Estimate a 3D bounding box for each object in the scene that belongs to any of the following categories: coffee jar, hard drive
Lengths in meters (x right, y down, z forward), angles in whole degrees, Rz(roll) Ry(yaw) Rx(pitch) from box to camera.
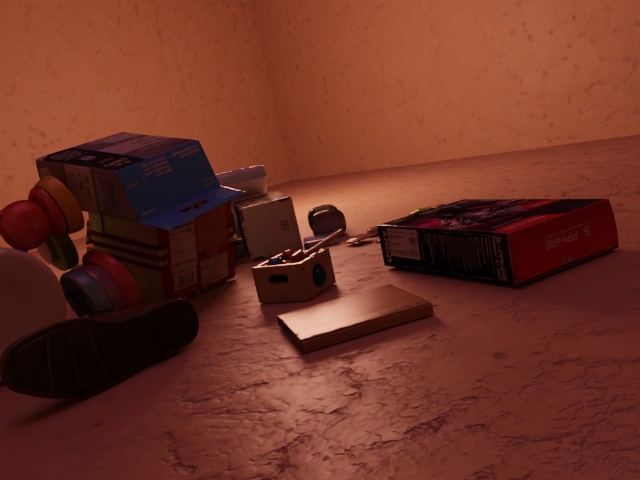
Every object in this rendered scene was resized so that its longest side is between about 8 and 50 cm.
[{"bbox_3d":[0.015,-0.056,1.860,0.096,0.079,0.184,-13,9,-4],"label":"coffee jar"},{"bbox_3d":[-0.280,-0.096,2.003,0.233,0.047,0.353,-14,-24,-11],"label":"hard drive"}]

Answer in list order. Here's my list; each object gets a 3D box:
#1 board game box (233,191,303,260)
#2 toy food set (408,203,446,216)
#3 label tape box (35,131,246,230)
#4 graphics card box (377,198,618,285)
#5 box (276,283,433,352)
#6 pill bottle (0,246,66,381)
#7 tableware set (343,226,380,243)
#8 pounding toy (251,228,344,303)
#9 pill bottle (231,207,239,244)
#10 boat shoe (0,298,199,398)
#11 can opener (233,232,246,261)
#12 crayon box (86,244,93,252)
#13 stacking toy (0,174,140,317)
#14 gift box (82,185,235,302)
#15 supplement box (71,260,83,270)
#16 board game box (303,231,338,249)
[{"bbox_3d":[-0.151,-0.046,1.814,0.142,0.144,0.275,-14,9,-8],"label":"board game box"},{"bbox_3d":[0.302,-0.079,1.753,0.192,0.038,0.132,-18,11,-33],"label":"toy food set"},{"bbox_3d":[-0.355,-0.132,1.323,0.333,0.106,0.240,10,26,28],"label":"label tape box"},{"bbox_3d":[0.298,-0.009,1.182,0.233,0.094,0.371,-17,10,-25],"label":"graphics card box"},{"bbox_3d":[0.046,0.113,0.999,0.201,0.021,0.164,-15,10,-13],"label":"box"},{"bbox_3d":[-0.645,0.124,1.198,0.224,0.224,0.392,-21,12,-42],"label":"pill bottle"},{"bbox_3d":[0.149,-0.017,1.643,0.141,0.020,0.168,-8,11,35],"label":"tableware set"},{"bbox_3d":[-0.034,0.048,1.240,0.141,0.100,0.130,-7,11,31],"label":"pounding toy"},{"bbox_3d":[-0.335,-0.032,1.760,0.215,0.117,0.117,-2,3,-29],"label":"pill bottle"},{"bbox_3d":[-0.330,0.161,0.980,0.104,0.111,0.307,-9,0,42],"label":"boat shoe"},{"bbox_3d":[-0.329,0.059,1.687,0.283,0.095,0.076,-25,15,-1],"label":"can opener"},{"bbox_3d":[-0.497,0.037,1.871,0.318,0.081,0.202,-14,19,-14],"label":"crayon box"},{"bbox_3d":[-0.515,0.058,1.293,0.130,0.309,0.279,-40,7,-36],"label":"stacking toy"},{"bbox_3d":[-0.367,0.011,1.468,0.258,0.276,0.255,13,19,33],"label":"gift box"},{"bbox_3d":[-0.580,0.100,1.635,0.036,0.098,0.062,-11,9,7],"label":"supplement box"},{"bbox_3d":[0.000,0.000,1.728,0.090,0.020,0.090,-11,9,0],"label":"board game box"}]
